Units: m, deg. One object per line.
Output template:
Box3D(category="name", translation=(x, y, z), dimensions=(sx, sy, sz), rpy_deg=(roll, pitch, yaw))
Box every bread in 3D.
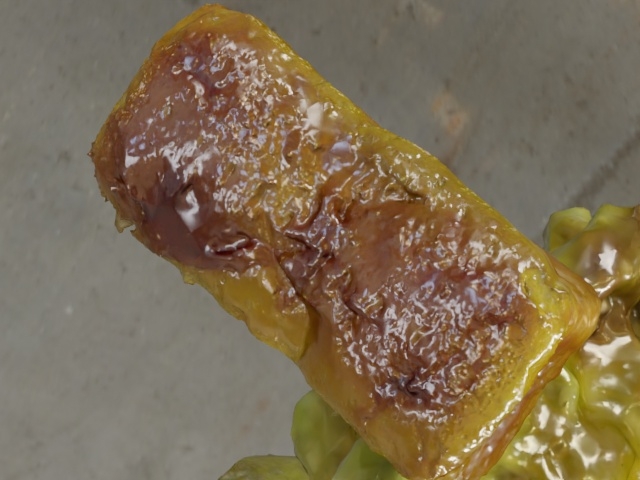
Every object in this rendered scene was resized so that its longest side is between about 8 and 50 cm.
Box3D(category="bread", translation=(0.001, 0.000, 0.832), dimensions=(0.271, 0.077, 0.139), rpy_deg=(42, 103, 25))

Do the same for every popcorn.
Box3D(category="popcorn", translation=(0.116, 0.140, 0.996), dimensions=(0.321, 0.290, 0.325), rpy_deg=(-10, 93, -16))

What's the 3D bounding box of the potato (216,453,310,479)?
Box3D(category="potato", translation=(-0.057, 0.264, 1.337), dimensions=(0.298, 0.176, 0.141), rpy_deg=(-11, 155, -23))
